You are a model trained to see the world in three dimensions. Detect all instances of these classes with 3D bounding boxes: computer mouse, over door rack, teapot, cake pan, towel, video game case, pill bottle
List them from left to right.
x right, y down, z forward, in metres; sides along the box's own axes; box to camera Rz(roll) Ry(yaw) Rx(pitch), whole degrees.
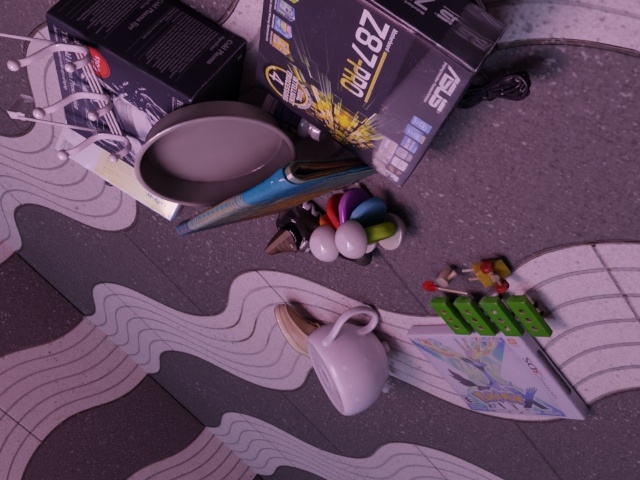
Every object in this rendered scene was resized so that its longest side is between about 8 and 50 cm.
[{"bbox_3d":[-0.527,-0.278,1.425,0.324,0.108,0.239,22,148,24],"label":"over door rack"},{"bbox_3d":[-0.191,-0.157,1.388,0.293,0.054,0.293,-9,154,-4],"label":"cake pan"},{"bbox_3d":[-0.071,-0.089,1.414,0.370,0.271,0.040,-19,87,47],"label":"towel"},{"bbox_3d":[-0.042,-0.229,1.394,0.120,0.067,0.067,29,150,12],"label":"pill bottle"},{"bbox_3d":[0.090,0.303,1.931,0.252,0.187,0.256,64,167,4],"label":"teapot"},{"bbox_3d":[0.182,-0.300,1.082,0.262,0.060,0.184,46,161,-18],"label":"computer mouse"},{"bbox_3d":[0.399,0.300,1.744,0.300,0.036,0.329,49,149,-22],"label":"video game case"}]

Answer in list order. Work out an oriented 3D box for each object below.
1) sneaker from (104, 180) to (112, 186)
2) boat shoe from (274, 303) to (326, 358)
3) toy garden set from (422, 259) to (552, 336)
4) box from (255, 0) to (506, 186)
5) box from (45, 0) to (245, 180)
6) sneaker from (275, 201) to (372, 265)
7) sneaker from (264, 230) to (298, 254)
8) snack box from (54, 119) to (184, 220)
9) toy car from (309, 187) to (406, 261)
[{"bbox_3d":[-0.521,-0.252,1.807,0.100,0.108,0.271,3,127,44],"label":"sneaker"},{"bbox_3d":[-0.008,0.269,2.072,0.098,0.109,0.302,-34,113,17],"label":"boat shoe"},{"bbox_3d":[0.323,0.112,1.540,0.244,0.049,0.204,-6,132,51],"label":"toy garden set"},{"bbox_3d":[0.060,-0.269,1.133,0.318,0.097,0.395,34,161,3],"label":"box"},{"bbox_3d":[-0.334,-0.298,1.483,0.312,0.179,0.343,30,151,6],"label":"box"},{"bbox_3d":[0.000,0.000,1.646,0.234,0.106,0.078,36,152,-1],"label":"sneaker"},{"bbox_3d":[-0.071,0.008,1.772,0.071,0.066,0.188,39,151,-9],"label":"sneaker"},{"bbox_3d":[-0.425,-0.208,1.721,0.322,0.060,0.187,32,112,3],"label":"snack box"},{"bbox_3d":[0.070,-0.036,1.513,0.182,0.159,0.136,-9,92,52],"label":"toy car"}]
